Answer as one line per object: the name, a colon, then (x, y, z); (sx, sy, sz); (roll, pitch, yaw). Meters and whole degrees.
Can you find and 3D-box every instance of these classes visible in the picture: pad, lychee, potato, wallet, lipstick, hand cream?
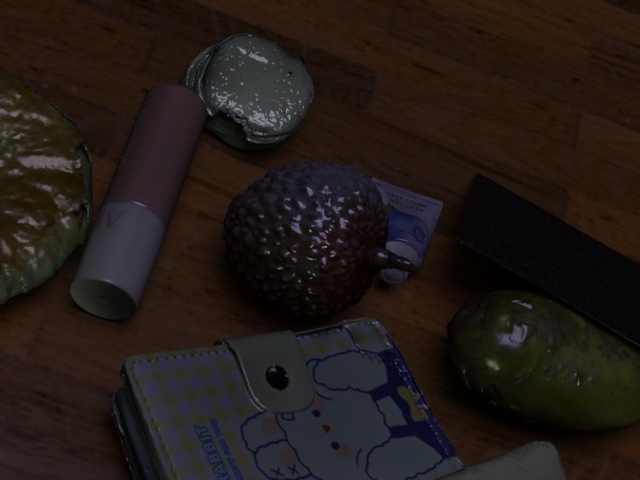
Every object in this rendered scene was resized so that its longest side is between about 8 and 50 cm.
pad: (0.295, 0.042, 1.596); (0.330, 0.004, 0.220); (30, 24, 1)
lychee: (0.000, 0.000, 1.488); (0.197, 0.165, 0.165); (17, 52, 16)
potato: (0.243, 0.125, 1.529); (0.251, 0.113, 0.149); (16, 41, -25)
wallet: (-0.027, 0.188, 1.404); (0.309, 0.077, 0.223); (-8, 57, -34)
lipstick: (-0.180, -0.043, 1.508); (0.070, 0.070, 0.254); (20, 54, -6)
hand cream: (0.086, -0.011, 1.600); (0.084, 0.053, 0.142); (20, 45, -6)

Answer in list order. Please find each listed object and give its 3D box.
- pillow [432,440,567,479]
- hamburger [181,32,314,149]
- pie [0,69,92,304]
pillow: (0.139, 0.345, 1.358); (0.281, 0.076, 0.274); (-14, 83, -29)
hamburger: (-0.076, -0.163, 1.626); (0.140, 0.062, 0.133); (43, 56, 7)
pie: (-0.359, -0.060, 1.455); (0.306, 0.071, 0.306); (11, 56, -17)
